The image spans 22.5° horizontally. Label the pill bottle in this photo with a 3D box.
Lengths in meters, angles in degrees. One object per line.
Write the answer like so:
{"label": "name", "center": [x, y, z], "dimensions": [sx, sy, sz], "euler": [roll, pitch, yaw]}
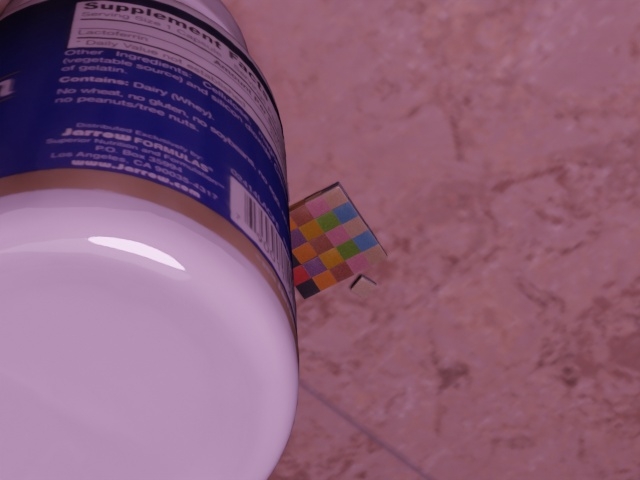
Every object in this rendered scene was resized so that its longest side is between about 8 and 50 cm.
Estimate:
{"label": "pill bottle", "center": [-0.088, -0.010, 0.647], "dimensions": [0.153, 0.264, 0.153], "euler": [-1, 121, -2]}

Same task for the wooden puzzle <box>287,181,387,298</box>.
{"label": "wooden puzzle", "center": [0.000, 0.000, 0.810], "dimensions": [0.049, 0.006, 0.083], "euler": [-27, 120, 13]}
